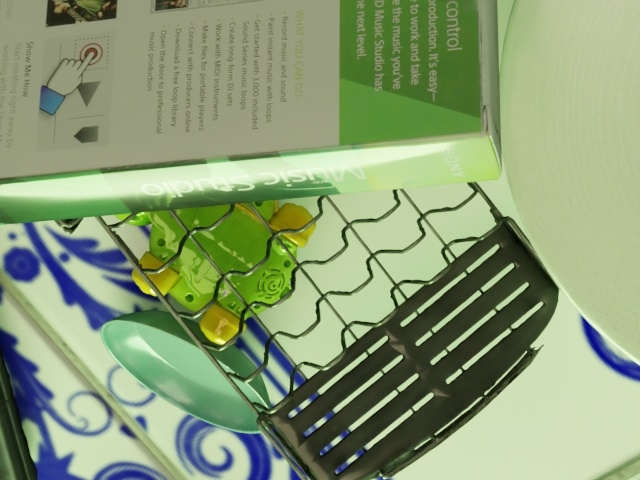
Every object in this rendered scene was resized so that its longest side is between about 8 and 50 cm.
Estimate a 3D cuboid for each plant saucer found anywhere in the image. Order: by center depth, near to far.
[{"bbox_3d":[-0.078,0.076,1.124,0.119,0.021,0.119,25,156,12],"label":"plant saucer"}]

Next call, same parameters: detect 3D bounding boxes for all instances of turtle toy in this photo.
[{"bbox_3d":[-0.070,-0.005,1.084,0.130,0.066,0.095,37,89,-7],"label":"turtle toy"}]

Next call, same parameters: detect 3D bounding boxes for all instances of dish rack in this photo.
[{"bbox_3d":[0.000,0.000,1.021,0.208,0.074,0.271,-39,97,-2],"label":"dish rack"}]

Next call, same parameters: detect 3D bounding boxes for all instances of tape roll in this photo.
[{"bbox_3d":[0.288,-0.077,0.977,0.392,0.072,0.392,4,115,9],"label":"tape roll"}]

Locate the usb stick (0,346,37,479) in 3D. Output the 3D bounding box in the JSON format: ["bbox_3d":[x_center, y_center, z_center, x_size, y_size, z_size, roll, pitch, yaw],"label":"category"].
[{"bbox_3d":[-0.241,0.049,1.159,0.077,0.045,0.278,-2,115,20],"label":"usb stick"}]

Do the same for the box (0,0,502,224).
[{"bbox_3d":[-0.068,-0.130,0.949,0.322,0.232,0.058,-5,157,15],"label":"box"}]
